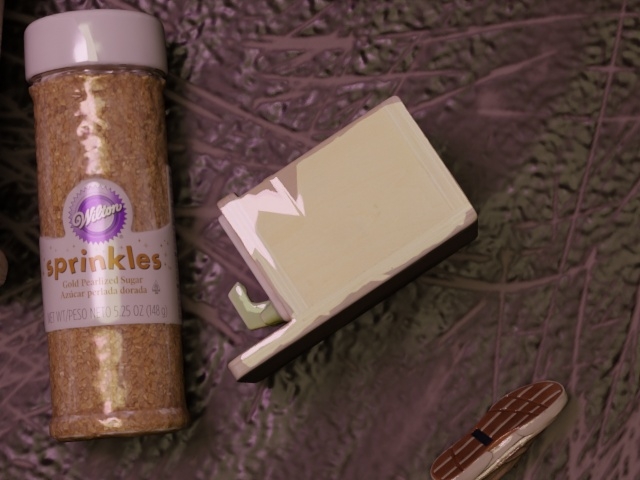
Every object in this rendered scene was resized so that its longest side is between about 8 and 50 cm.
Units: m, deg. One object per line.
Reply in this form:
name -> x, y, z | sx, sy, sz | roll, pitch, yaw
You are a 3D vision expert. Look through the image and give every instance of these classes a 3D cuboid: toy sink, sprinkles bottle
toy sink -> 0.000, 0.000, 1.423 | 0.234, 0.153, 0.131 | -34, 82, 2
sprinkles bottle -> -0.180, -0.011, 1.455 | 0.121, 0.121, 0.355 | -5, 84, 4

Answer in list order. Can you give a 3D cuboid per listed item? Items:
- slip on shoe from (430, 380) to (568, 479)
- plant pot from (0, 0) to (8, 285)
slip on shoe -> 0.155, 0.172, 1.449 | 0.135, 0.051, 0.041 | -40, 122, -8
plant pot -> -0.390, -0.147, 1.410 | 0.333, 0.334, 0.305 | 8, 74, 6
